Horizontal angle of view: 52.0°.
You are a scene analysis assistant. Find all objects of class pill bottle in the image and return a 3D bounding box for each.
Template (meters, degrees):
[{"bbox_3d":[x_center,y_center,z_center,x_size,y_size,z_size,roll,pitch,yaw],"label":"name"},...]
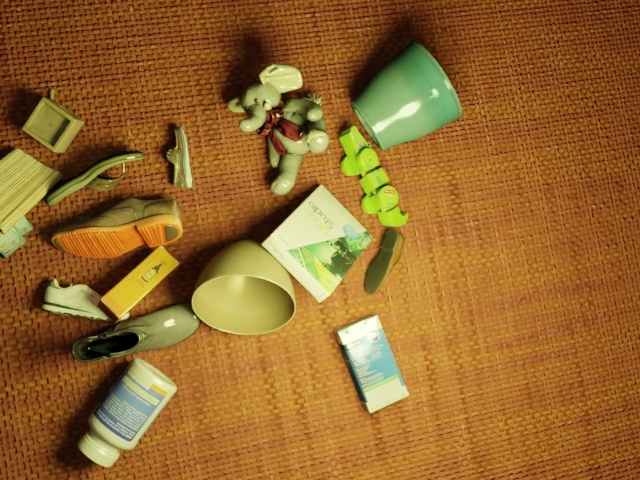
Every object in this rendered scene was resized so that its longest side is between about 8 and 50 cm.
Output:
[{"bbox_3d":[-0.534,0.473,1.798,0.152,0.152,0.272,38,80,-5],"label":"pill bottle"}]

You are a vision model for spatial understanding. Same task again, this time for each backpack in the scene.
[{"bbox_3d":[-0.874,-0.046,1.759,0.144,0.188,0.166,-45,93,-11],"label":"backpack"}]

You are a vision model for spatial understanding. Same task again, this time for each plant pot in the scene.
[{"bbox_3d":[-0.210,0.110,1.851,0.284,0.284,0.190,8,49,-10],"label":"plant pot"},{"bbox_3d":[0.241,-0.410,1.966,0.255,0.271,0.271,-34,92,2],"label":"plant pot"}]

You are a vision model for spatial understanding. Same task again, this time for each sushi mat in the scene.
[{"bbox_3d":[-0.824,-0.139,1.747,0.151,0.316,0.019,29,123,-10],"label":"sushi mat"}]

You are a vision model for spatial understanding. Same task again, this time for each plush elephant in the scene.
[{"bbox_3d":[-0.129,-0.354,1.890,0.256,0.272,0.329,24,52,-21],"label":"plush elephant"}]

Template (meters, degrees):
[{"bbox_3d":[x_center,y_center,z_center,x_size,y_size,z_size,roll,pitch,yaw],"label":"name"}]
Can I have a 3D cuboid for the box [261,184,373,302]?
[{"bbox_3d":[0.000,0.000,1.890,0.232,0.058,0.322,45,42,-4],"label":"box"}]

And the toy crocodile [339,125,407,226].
[{"bbox_3d":[0.161,-0.190,2.000,0.105,0.115,0.340,-29,93,-30],"label":"toy crocodile"}]

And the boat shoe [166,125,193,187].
[{"bbox_3d":[-0.417,-0.243,1.921,0.066,0.066,0.183,-8,87,-10],"label":"boat shoe"}]

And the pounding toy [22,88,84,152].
[{"bbox_3d":[-0.759,-0.343,1.863,0.141,0.100,0.130,36,95,-3],"label":"pounding toy"}]

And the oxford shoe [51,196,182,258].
[{"bbox_3d":[-0.575,-0.043,1.869,0.364,0.130,0.132,-8,54,-4],"label":"oxford shoe"}]

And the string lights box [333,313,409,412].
[{"bbox_3d":[0.151,0.366,1.969,0.133,0.077,0.259,-21,89,-12],"label":"string lights box"}]

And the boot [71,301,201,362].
[{"bbox_3d":[-0.484,0.261,1.787,0.338,0.223,0.118,-21,89,-11],"label":"boot"}]

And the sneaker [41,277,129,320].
[{"bbox_3d":[-0.652,0.172,1.839,0.235,0.090,0.094,13,72,-11],"label":"sneaker"}]

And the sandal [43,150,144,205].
[{"bbox_3d":[-0.634,-0.171,1.863,0.303,0.120,0.086,-31,109,-5],"label":"sandal"}]

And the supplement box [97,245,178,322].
[{"bbox_3d":[-0.507,0.121,1.832,0.078,0.080,0.233,46,60,-4],"label":"supplement box"}]

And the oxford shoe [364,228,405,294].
[{"bbox_3d":[0.204,0.074,2.011,0.076,0.076,0.212,26,92,-47],"label":"oxford shoe"}]
